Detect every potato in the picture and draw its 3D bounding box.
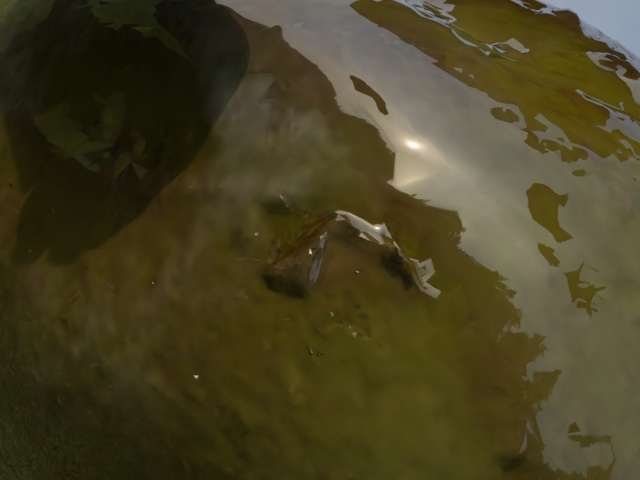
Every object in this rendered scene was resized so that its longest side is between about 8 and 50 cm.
[{"bbox_3d":[0.000,0.000,0.632,0.442,0.385,0.319,21,-30,39],"label":"potato"}]
